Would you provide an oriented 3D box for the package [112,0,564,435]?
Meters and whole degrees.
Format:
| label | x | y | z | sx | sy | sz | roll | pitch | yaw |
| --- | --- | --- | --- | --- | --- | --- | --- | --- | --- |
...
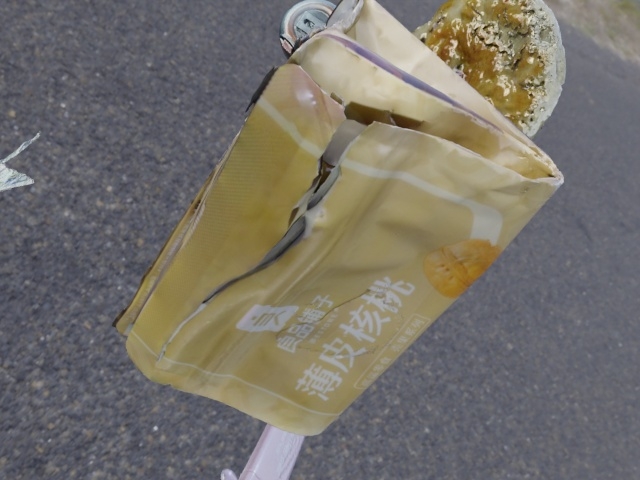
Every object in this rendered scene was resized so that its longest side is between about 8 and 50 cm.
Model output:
| label | x | y | z | sx | sy | sz | roll | pitch | yaw |
| --- | --- | --- | --- | --- | --- | --- | --- | --- | --- |
| package | -0.020 | 0.006 | 0.519 | 0.221 | 0.311 | 0.165 | 47 | 35 | 11 |

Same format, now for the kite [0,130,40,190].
| label | x | y | z | sx | sy | sz | roll | pitch | yaw |
| --- | --- | --- | --- | --- | --- | --- | --- | --- | --- |
| kite | -0.456 | -0.109 | 1.006 | 0.139 | 0.011 | 0.156 | 29 | 59 | 20 |

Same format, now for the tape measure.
| label | x | y | z | sx | sy | sz | roll | pitch | yaw |
| --- | --- | --- | --- | --- | --- | --- | --- | --- | --- |
| tape measure | -0.014 | -0.284 | 0.922 | 0.107 | 0.104 | 0.180 | 28 | 5 | 10 |

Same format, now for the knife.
| label | x | y | z | sx | sy | sz | roll | pitch | yaw |
| --- | --- | --- | --- | --- | --- | --- | --- | --- | --- |
| knife | -0.068 | 0.315 | 1.021 | 0.132 | 0.038 | 0.398 | 56 | 17 | -7 |

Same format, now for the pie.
| label | x | y | z | sx | sy | sz | roll | pitch | yaw |
| --- | --- | --- | --- | --- | --- | --- | --- | --- | --- |
| pie | 0.189 | -0.205 | 0.927 | 0.055 | 0.274 | 0.274 | 20 | 40 | -48 |
